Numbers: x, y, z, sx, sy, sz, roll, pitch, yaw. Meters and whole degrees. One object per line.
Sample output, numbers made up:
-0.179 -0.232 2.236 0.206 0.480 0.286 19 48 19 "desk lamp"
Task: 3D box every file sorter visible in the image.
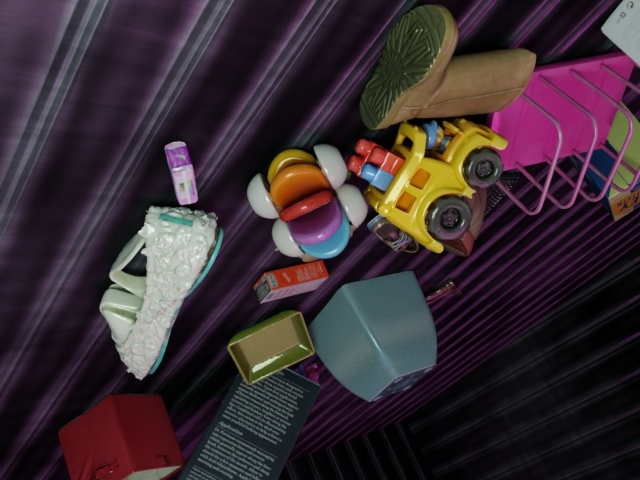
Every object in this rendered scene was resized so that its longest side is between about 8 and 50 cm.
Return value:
0.460 -0.183 1.156 0.291 0.182 0.202 -14 134 -18 "file sorter"

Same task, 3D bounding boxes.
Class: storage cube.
-0.468 0.491 1.558 0.184 0.193 0.215 -36 153 16 "storage cube"

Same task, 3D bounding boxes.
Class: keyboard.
0.398 -0.093 1.545 0.108 0.023 0.180 -10 150 -35 "keyboard"

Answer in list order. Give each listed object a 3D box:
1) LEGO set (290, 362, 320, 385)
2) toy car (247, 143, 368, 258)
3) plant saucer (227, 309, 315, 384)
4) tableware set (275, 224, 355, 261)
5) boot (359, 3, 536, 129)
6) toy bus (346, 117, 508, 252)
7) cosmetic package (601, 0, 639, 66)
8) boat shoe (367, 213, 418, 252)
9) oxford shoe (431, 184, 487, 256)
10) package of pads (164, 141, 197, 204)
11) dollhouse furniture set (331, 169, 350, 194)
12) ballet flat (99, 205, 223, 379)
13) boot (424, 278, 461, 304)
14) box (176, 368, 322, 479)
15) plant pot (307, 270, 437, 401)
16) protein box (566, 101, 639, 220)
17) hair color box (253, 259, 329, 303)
-0.100 0.454 1.988 0.227 0.093 0.087 -26 155 -5 "LEGO set"
-0.014 -0.048 1.014 0.159 0.136 0.182 -27 118 5 "toy car"
-0.121 0.248 1.589 0.188 0.045 0.188 -25 138 -8 "plant saucer"
0.000 0.000 1.306 0.141 0.020 0.169 -31 161 19 "tableware set"
0.212 -0.259 0.968 0.270 0.089 0.236 -13 164 -28 "boot"
0.162 -0.123 1.082 0.211 0.149 0.220 28 102 -17 "toy bus"
0.591 -0.306 1.085 0.117 0.231 0.085 -9 146 -35 "cosmetic package"
0.165 -0.014 1.399 0.066 0.066 0.183 -40 153 22 "boat shoe"
0.269 -0.099 1.338 0.130 0.123 0.348 -57 154 -15 "oxford shoe"
-0.189 -0.091 0.902 0.032 0.050 0.083 -17 153 -13 "package of pads"
0.013 -0.062 1.145 0.059 0.076 0.151 -20 144 -24 "dollhouse furniture set"
-0.284 0.081 1.082 0.147 0.147 0.409 -7 145 -39 "ballet flat"
0.362 0.167 1.985 0.114 0.037 0.106 -37 141 10 "boot"
-0.194 0.538 1.685 0.395 0.212 0.293 -60 175 -37 "box"
0.152 0.261 1.694 0.247 0.252 0.248 -8 148 -36 "plant pot"
0.622 -0.177 1.405 0.136 0.199 0.201 -35 155 17 "protein box"
-0.061 0.085 1.375 0.141 0.043 0.072 -12 159 -33 "hair color box"
